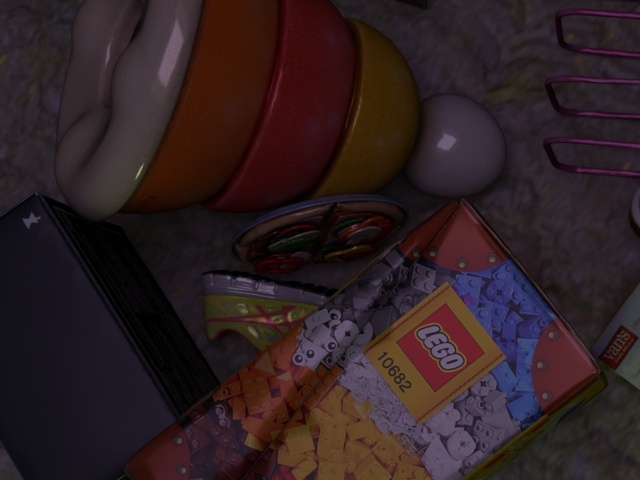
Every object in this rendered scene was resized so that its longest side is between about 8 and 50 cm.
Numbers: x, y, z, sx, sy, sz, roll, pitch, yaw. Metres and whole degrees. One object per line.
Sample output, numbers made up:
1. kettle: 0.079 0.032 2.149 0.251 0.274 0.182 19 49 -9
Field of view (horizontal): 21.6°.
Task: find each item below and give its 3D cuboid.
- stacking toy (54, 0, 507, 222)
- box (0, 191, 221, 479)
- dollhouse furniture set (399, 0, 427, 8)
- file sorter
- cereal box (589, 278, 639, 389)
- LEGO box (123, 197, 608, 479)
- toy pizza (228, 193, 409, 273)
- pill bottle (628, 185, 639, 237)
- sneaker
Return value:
1. stacking toy: -0.019 -0.141 1.796 0.480 0.351 0.350 16 85 -23
2. box: -0.253 0.129 1.794 0.183 0.294 0.296 -34 79 3
3. dollhouse furniture set: 0.150 -0.397 1.874 0.259 0.135 0.262 20 87 11
4. file sorter: 0.342 -0.217 1.792 0.182 0.202 0.290 6 84 13
5. cereal box: 0.429 0.123 1.774 0.240 0.047 0.173 38 122 11
6. LEGO box: 0.074 0.171 1.611 0.372 0.500 0.193 -39 79 5
7. toy pizza: 0.000 0.000 1.816 0.201 0.201 0.032 -14 72 7
8. pill bottle: 0.366 -0.034 1.806 0.065 0.116 0.065 -1 82 9
9. sneaker: -0.037 0.092 1.881 0.209 0.081 0.094 10 92 17
